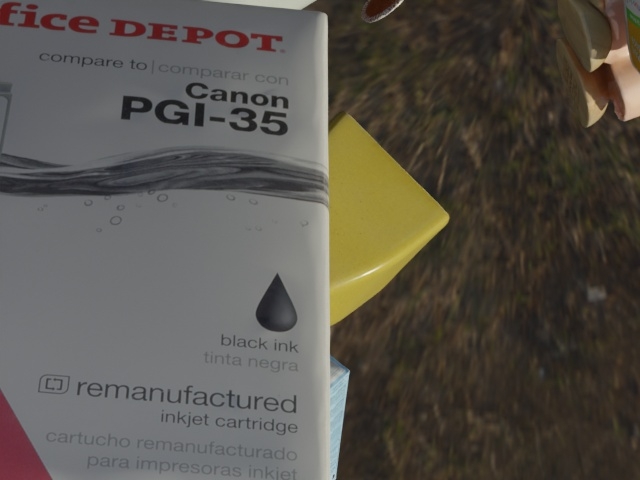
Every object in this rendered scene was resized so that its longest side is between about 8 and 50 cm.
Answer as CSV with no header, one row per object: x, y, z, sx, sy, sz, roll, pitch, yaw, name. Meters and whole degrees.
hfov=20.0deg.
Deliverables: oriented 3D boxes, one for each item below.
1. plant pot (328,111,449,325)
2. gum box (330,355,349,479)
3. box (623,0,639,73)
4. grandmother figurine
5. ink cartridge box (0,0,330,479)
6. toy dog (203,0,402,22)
0.000,0.000,0.944,0.081,0.083,0.081,45,136,2,plant pot
-0.049,0.131,1.614,0.157,0.184,0.041,37,59,22,gum box
0.326,-0.168,1.273,0.203,0.114,0.103,-14,121,-4,box
0.355,-0.177,1.393,0.342,0.208,0.104,-16,65,-3,grandmother figurine
-0.103,0.023,0.758,0.207,0.283,0.117,5,136,-5,ink cartridge box
-0.009,-0.254,1.460,0.334,0.161,0.220,-39,78,15,toy dog
